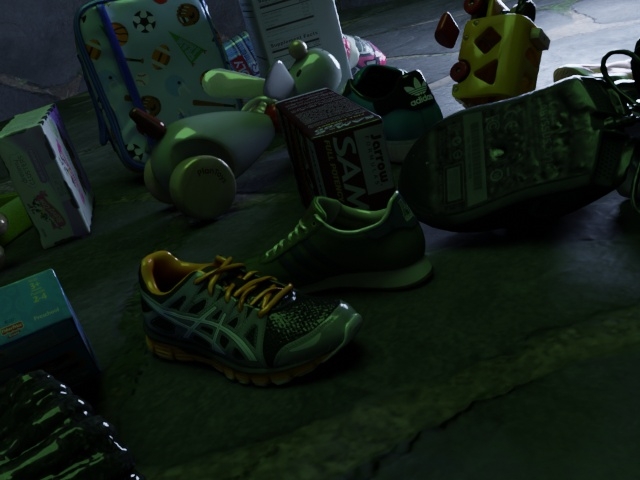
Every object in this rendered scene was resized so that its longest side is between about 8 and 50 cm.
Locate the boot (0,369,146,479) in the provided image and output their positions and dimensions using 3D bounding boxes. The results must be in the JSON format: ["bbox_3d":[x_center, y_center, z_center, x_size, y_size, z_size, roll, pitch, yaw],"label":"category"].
[{"bbox_3d":[-0.275,0.166,0.368,0.347,0.131,0.260,7,33,35],"label":"boot"}]

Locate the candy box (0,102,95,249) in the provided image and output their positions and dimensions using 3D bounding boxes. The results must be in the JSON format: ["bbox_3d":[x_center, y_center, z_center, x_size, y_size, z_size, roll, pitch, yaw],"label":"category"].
[{"bbox_3d":[-0.394,-0.099,1.060,0.070,0.165,0.196,-20,22,-8],"label":"candy box"}]

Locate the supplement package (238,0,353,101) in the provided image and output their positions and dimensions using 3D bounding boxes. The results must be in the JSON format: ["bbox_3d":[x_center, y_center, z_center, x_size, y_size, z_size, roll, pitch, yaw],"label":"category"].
[{"bbox_3d":[-0.036,-0.317,1.247,0.133,0.244,0.139,-19,22,-10],"label":"supplement package"}]

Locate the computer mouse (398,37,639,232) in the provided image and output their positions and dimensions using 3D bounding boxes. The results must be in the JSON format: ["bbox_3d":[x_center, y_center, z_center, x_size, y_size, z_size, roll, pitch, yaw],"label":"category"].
[{"bbox_3d":[0.200,-0.066,0.652,0.272,0.072,0.189,-9,65,36],"label":"computer mouse"}]

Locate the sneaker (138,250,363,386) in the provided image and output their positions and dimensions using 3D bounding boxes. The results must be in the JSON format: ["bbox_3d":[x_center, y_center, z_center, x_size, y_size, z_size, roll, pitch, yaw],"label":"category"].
[{"bbox_3d":[-0.068,0.054,0.571,0.214,0.083,0.084,0,25,32],"label":"sneaker"}]

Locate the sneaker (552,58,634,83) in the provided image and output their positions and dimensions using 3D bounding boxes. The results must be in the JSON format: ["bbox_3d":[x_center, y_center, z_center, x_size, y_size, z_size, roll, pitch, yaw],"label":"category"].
[{"bbox_3d":[0.381,-0.215,0.976,0.070,0.051,0.134,-23,26,-22],"label":"sneaker"}]

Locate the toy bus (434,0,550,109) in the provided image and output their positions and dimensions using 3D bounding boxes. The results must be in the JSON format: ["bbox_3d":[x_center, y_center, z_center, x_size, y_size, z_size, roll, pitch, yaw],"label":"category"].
[{"bbox_3d":[0.252,-0.262,0.983,0.104,0.202,0.191,5,34,41],"label":"toy bus"}]

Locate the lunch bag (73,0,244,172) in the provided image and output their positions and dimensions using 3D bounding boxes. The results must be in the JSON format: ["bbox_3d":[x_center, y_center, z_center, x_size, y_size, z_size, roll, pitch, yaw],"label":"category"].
[{"bbox_3d":[-0.274,-0.265,1.224,0.243,0.304,0.115,-22,9,-20],"label":"lunch bag"}]

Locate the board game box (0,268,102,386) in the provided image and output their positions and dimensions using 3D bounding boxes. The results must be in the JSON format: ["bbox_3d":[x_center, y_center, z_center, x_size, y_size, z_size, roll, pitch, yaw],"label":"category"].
[{"bbox_3d":[-0.241,0.093,0.501,0.160,0.039,0.211,-23,-14,-19],"label":"board game box"}]

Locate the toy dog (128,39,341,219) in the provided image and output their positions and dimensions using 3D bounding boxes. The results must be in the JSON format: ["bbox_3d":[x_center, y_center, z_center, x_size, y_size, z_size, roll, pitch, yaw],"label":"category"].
[{"bbox_3d":[-0.130,-0.178,0.995,0.220,0.161,0.334,-7,38,41],"label":"toy dog"}]

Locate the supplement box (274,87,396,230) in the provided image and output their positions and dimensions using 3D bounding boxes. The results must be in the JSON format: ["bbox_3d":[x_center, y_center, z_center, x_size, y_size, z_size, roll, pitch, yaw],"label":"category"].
[{"bbox_3d":[0.015,-0.081,0.782,0.073,0.130,0.239,-18,20,-7],"label":"supplement box"}]

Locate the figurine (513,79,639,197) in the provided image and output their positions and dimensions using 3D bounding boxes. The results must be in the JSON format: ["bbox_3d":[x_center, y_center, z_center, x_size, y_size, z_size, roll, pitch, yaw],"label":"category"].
[{"bbox_3d":[0.331,-0.122,0.741,0.209,0.092,0.215,-22,23,-28],"label":"figurine"}]

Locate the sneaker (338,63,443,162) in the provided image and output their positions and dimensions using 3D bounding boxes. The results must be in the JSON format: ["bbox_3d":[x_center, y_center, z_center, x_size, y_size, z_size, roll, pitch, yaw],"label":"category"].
[{"bbox_3d":[0.075,-0.193,1.032,0.108,0.121,0.302,-24,22,-21],"label":"sneaker"}]

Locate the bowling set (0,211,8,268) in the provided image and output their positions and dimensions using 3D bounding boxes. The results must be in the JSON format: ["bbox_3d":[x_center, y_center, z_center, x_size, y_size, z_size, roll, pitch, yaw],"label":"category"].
[{"bbox_3d":[-0.500,-0.033,0.901,0.154,0.200,0.287,-42,33,-17],"label":"bowling set"}]

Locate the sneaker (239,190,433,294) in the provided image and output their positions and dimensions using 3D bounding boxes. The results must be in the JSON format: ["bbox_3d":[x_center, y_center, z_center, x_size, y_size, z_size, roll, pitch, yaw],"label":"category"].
[{"bbox_3d":[0.000,0.000,0.651,0.192,0.086,0.064,-6,23,23],"label":"sneaker"}]

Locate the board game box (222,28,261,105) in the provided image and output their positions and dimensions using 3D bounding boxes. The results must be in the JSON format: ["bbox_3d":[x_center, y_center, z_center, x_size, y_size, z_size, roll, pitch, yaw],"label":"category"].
[{"bbox_3d":[-0.126,-0.281,1.354,0.194,0.194,0.060,-33,22,-6],"label":"board game box"}]

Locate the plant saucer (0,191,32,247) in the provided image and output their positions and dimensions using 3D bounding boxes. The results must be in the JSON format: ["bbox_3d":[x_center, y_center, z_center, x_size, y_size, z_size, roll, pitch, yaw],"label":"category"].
[{"bbox_3d":[-0.540,-0.029,1.151,0.188,0.045,0.188,-8,22,17],"label":"plant saucer"}]

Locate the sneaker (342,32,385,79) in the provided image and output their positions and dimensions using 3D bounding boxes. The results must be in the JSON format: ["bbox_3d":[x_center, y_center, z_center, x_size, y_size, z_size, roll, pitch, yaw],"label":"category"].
[{"bbox_3d":[0.053,-0.382,1.561,0.112,0.121,0.299,11,17,-12],"label":"sneaker"}]
